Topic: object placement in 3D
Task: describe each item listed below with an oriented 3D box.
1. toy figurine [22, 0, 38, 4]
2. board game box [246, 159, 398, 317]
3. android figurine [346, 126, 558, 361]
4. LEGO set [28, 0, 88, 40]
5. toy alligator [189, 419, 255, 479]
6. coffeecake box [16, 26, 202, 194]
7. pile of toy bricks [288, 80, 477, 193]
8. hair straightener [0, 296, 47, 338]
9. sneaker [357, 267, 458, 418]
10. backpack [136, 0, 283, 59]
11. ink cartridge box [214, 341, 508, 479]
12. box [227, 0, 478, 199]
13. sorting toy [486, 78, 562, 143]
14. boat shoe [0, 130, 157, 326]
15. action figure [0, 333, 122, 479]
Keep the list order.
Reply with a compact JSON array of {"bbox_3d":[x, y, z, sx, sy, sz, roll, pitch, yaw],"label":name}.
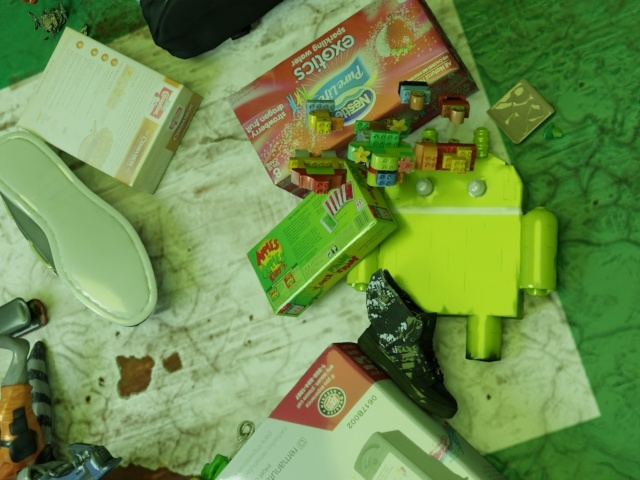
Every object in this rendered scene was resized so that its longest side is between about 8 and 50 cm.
[{"bbox_3d":[-0.402,-0.423,1.874,0.148,0.213,0.209,-51,32,13],"label":"toy figurine"},{"bbox_3d":[0.000,0.000,1.749,0.181,0.043,0.092,-43,57,28],"label":"board game box"},{"bbox_3d":[0.153,0.003,1.734,0.248,0.056,0.272,3,85,18],"label":"android figurine"},{"bbox_3d":[-0.341,-0.280,1.950,0.083,0.023,0.054,40,98,5],"label":"LEGO set"},{"bbox_3d":[-0.133,0.293,1.788,0.051,0.056,0.189,28,92,60],"label":"toy alligator"},{"bbox_3d":[-0.265,-0.163,1.881,0.185,0.068,0.142,28,91,19],"label":"coffeecake box"},{"bbox_3d":[0.076,-0.102,1.642,0.212,0.105,0.118,0,120,-8],"label":"pile of toy bricks"},{"bbox_3d":[-0.465,0.126,1.895,0.230,0.089,0.047,-19,79,14],"label":"hair straightener"},{"bbox_3d":[0.106,0.116,1.685,0.170,0.051,0.089,41,105,18],"label":"sneaker"},{"bbox_3d":[-0.163,-0.453,1.814,0.290,0.273,0.355,-29,63,19],"label":"backpack"},{"bbox_3d":[0.068,0.294,1.680,0.306,0.131,0.226,42,97,19],"label":"ink cartridge box"},{"bbox_3d":[0.039,-0.172,1.756,0.257,0.122,0.128,-32,75,11],"label":"box"},{"bbox_3d":[0.242,-0.141,1.746,0.062,0.012,0.083,-41,69,4],"label":"sorting toy"},{"bbox_3d":[-0.304,-0.006,1.861,0.109,0.091,0.305,-37,72,-15],"label":"boat shoe"},{"bbox_3d":[-0.319,0.271,1.788,0.341,0.178,0.330,-33,78,37],"label":"action figure"}]
